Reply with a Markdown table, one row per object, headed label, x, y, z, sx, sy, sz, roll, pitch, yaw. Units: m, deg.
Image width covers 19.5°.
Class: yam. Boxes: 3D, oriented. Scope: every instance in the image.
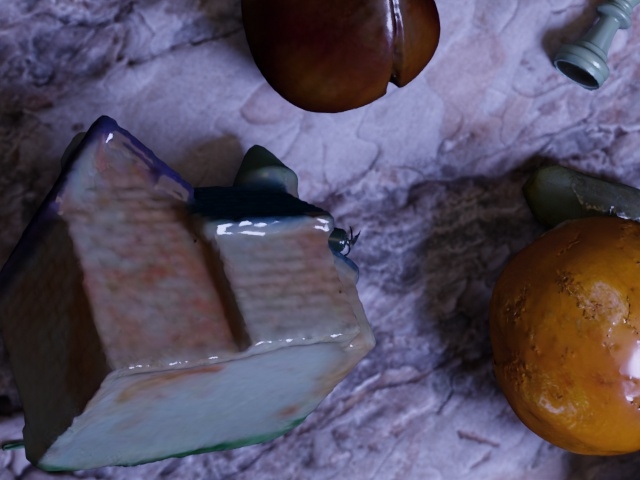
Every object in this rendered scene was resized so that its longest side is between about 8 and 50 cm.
| label | x | y | z | sx | sy | sz | roll | pitch | yaw |
| --- | --- | --- | --- | --- | --- | --- | --- | --- | --- |
| yam | 0.284 | -0.032 | 1.936 | 0.146 | 0.070 | 0.069 | 16 | 87 | -13 |

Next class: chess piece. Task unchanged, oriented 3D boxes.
| label | x | y | z | sx | sy | sz | roll | pitch | yaw |
| --- | --- | --- | --- | --- | --- | --- | --- | --- | --- |
| chess piece | 0.306 | -0.230 | 1.949 | 0.059 | 0.059 | 0.149 | 37 | 78 | -10 |

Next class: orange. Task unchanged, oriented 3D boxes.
| label | x | y | z | sx | sy | sz | roll | pitch | yaw |
| --- | --- | --- | --- | --- | --- | --- | --- | --- | --- |
| orange | 0.279 | 0.094 | 1.853 | 0.240 | 0.240 | 0.240 | 0 | 90 | -12 |

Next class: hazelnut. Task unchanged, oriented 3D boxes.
| label | x | y | z | sx | sy | sz | roll | pitch | yaw |
| --- | --- | --- | --- | --- | --- | --- | --- | --- | --- |
| hazelnut | 0.027 | -0.222 | 1.812 | 0.208 | 0.208 | 0.208 | 0 | 90 | -12 |

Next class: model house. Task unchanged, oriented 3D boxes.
| label | x | y | z | sx | sy | sz | roll | pitch | yaw |
| --- | --- | --- | --- | --- | --- | --- | --- | --- | --- |
| model house | -0.145 | 0.034 | 1.771 | 0.312 | 0.245 | 0.280 | -5 | 59 | -32 |

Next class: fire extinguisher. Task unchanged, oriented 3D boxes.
| label | x | y | z | sx | sy | sz | roll | pitch | yaw |
| --- | --- | --- | --- | --- | --- | --- | --- | --- | --- |
| fire extinguisher | 0.000 | 0.000 | 1.897 | 0.083 | 0.025 | 0.038 | 7 | 73 | -13 |

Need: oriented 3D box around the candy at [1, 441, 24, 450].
| label | x | y | z | sx | sy | sz | roll | pitch | yaw |
| --- | --- | --- | --- | --- | --- | --- | --- | --- | --- |
| candy | -0.223 | 0.193 | 1.849 | 0.185 | 0.049 | 0.055 | -8 | 61 | -4 |
